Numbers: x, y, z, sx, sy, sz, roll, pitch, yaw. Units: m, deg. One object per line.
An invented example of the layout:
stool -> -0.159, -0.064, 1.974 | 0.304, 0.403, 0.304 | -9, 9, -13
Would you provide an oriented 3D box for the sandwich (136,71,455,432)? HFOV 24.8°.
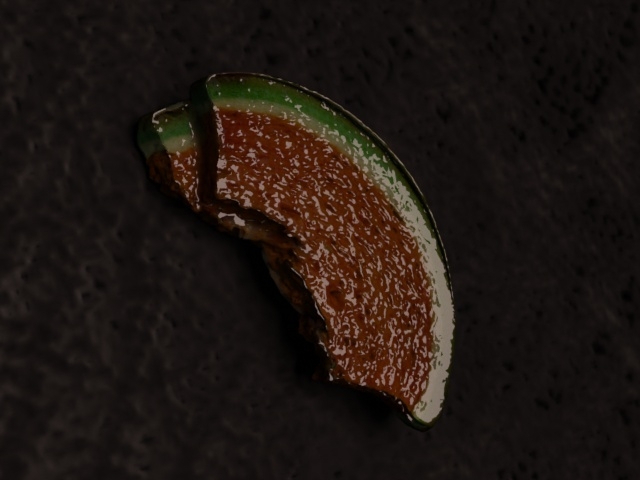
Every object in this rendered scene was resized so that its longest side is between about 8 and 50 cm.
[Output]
sandwich -> 0.002, 0.001, 0.469 | 0.067, 0.029, 0.135 | -41, 104, -27
